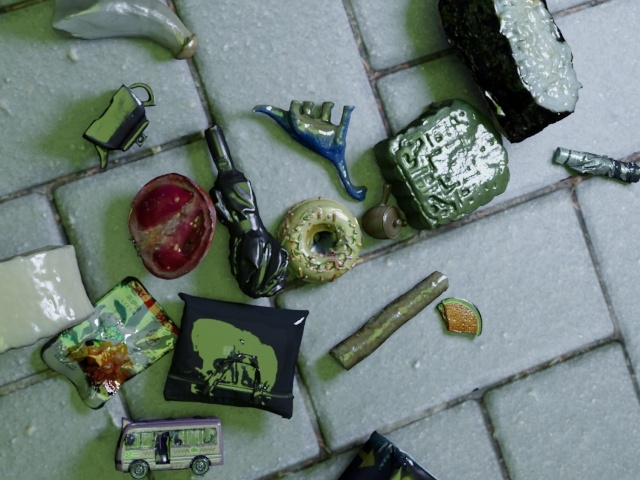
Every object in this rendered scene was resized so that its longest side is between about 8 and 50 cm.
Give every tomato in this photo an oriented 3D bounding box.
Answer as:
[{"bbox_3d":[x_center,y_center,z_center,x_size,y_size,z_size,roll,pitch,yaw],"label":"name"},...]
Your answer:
[{"bbox_3d":[-0.260,-0.026,1.819,0.173,0.099,0.189,-29,79,16],"label":"tomato"}]

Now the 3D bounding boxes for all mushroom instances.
[{"bbox_3d":[-0.355,-0.412,1.813,0.270,0.103,0.118,8,88,-17],"label":"mushroom"}]

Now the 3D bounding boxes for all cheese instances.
[{"bbox_3d":[-0.567,0.113,1.678,0.332,0.292,0.153,-15,93,-23],"label":"cheese"}]

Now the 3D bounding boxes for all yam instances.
[{"bbox_3d":[0.137,0.155,1.929,0.274,0.061,0.061,-38,97,-10],"label":"yam"}]

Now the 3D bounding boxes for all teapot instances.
[{"bbox_3d":[0.127,-0.057,1.918,0.085,0.080,0.110,-7,96,-51],"label":"teapot"},{"bbox_3d":[-0.365,-0.212,1.817,0.096,0.087,0.177,38,83,-14],"label":"teapot"}]

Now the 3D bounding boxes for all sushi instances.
[{"bbox_3d":[0.359,-0.371,1.890,0.211,0.170,0.350,-29,94,-42],"label":"sushi"}]

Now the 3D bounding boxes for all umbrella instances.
[{"bbox_3d":[-0.150,-0.054,1.852,0.118,0.118,0.340,-17,89,-11],"label":"umbrella"},{"bbox_3d":[0.573,-0.155,2.021,0.188,0.050,0.046,14,120,-11],"label":"umbrella"}]

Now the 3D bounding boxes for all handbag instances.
[{"bbox_3d":[-0.158,0.219,1.855,0.254,0.088,0.211,9,82,-10],"label":"handbag"}]

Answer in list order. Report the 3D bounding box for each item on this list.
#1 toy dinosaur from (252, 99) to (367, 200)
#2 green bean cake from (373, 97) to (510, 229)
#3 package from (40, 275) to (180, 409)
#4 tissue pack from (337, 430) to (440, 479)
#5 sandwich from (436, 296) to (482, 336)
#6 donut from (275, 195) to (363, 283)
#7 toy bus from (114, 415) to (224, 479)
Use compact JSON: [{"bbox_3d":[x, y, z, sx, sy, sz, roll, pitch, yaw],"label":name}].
[{"bbox_3d":[-0.019,-0.178,1.897,0.247,0.075,0.188,4,96,-17],"label":"toy dinosaur"},{"bbox_3d":[0.242,-0.154,1.923,0.227,0.125,0.223,-31,96,-15],"label":"green bean cake"},{"bbox_3d":[-0.390,0.195,1.833,0.232,0.040,0.166,-38,96,-10],"label":"package"},{"bbox_3d":[0.096,0.597,1.822,0.264,0.253,0.417,40,81,-9],"label":"tissue pack"},{"bbox_3d":[0.280,0.150,1.975,0.101,0.026,0.069,12,92,-8],"label":"sandwich"},{"bbox_3d":[0.000,0.000,1.897,0.174,0.068,0.175,0,89,-12],"label":"donut"},{"bbox_3d":[-0.282,0.381,1.825,0.198,0.096,0.108,0,86,-13],"label":"toy bus"}]
